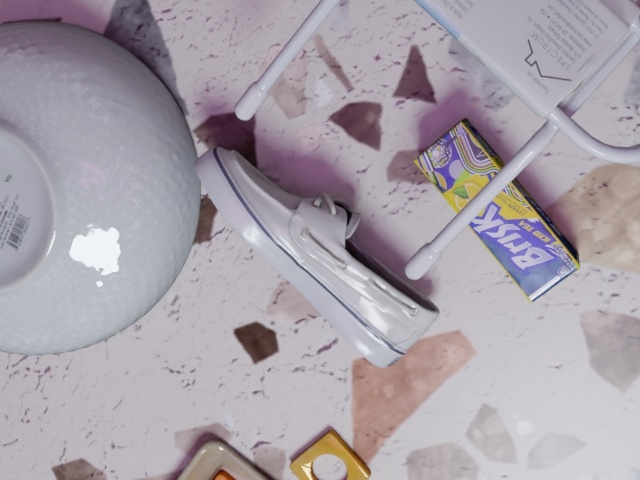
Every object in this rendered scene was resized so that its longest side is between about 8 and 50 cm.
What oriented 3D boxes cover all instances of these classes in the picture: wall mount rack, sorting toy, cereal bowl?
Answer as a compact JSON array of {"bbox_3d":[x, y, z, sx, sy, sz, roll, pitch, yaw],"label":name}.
[{"bbox_3d":[0.110,-0.153,0.835,0.350,0.130,0.304,43,82,2],"label":"wall mount rack"},{"bbox_3d":[-0.089,0.331,1.055,0.196,0.047,0.347,37,106,4],"label":"sorting toy"},{"bbox_3d":[-0.295,-0.043,0.980,0.339,0.141,0.338,2,100,13],"label":"cereal bowl"}]

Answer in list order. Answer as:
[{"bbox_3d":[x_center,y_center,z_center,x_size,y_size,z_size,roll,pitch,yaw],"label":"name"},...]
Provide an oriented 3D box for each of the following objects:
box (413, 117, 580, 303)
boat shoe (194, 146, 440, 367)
[{"bbox_3d":[0.162,-0.028,0.923,0.059,0.054,0.169,-40,91,17],"label":"box"},{"bbox_3d":[0.000,0.000,0.946,0.088,0.096,0.267,-43,91,13],"label":"boat shoe"}]
